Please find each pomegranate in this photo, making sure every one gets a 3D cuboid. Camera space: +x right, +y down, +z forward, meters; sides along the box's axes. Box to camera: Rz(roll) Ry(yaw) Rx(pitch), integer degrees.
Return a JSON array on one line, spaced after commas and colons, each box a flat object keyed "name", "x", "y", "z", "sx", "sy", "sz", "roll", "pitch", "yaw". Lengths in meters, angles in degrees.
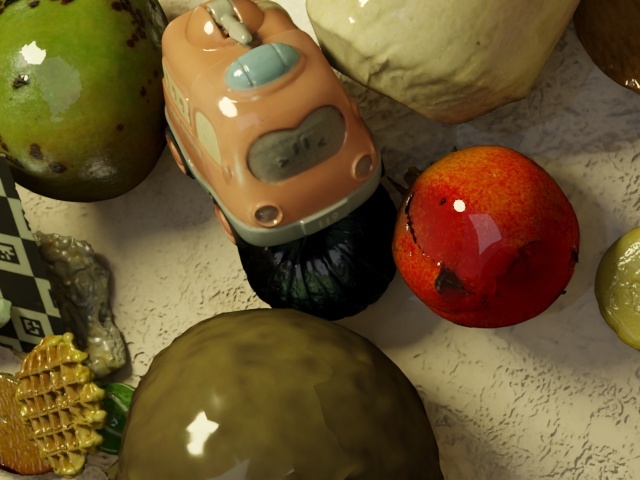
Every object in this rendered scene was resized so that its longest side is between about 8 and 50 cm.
[{"name": "pomegranate", "x": -0.323, "y": -0.202, "z": 1.835, "sx": 0.323, "sy": 0.291, "sz": 0.290, "roll": 18, "pitch": 97, "yaw": -1}, {"name": "pomegranate", "x": 0.178, "y": -0.012, "z": 1.719, "sx": 0.210, "sy": 0.210, "sz": 0.235, "roll": -50, "pitch": 50, "yaw": 13}]

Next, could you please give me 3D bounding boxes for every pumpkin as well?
[{"name": "pumpkin", "x": 0.000, "y": 0.000, "z": 1.809, "sx": 0.202, "sy": 0.140, "sz": 0.202, "roll": -6, "pitch": 71, "yaw": 17}]

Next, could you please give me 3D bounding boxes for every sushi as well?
[{"name": "sushi", "x": -0.476, "y": -0.021, "z": 1.923, "sx": 0.359, "sy": 0.064, "sz": 0.343, "roll": 11, "pitch": 135, "yaw": 23}]

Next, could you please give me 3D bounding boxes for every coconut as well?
[{"name": "coconut", "x": 0.140, "y": -0.301, "z": 1.681, "sx": 0.329, "sy": 0.329, "sz": 0.328, "roll": 0, "pitch": 91, "yaw": 19}]

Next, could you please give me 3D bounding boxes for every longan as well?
[{"name": "longan", "x": -0.054, "y": 0.266, "z": 1.702, "sx": 0.391, "sy": 0.391, "sz": 0.391, "roll": 0, "pitch": 91, "yaw": 19}]

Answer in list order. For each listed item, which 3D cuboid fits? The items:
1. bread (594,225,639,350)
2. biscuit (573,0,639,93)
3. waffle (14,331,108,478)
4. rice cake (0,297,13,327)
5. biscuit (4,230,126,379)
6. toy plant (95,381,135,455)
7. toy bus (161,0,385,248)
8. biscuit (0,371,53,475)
[{"name": "bread", "x": 0.366, "y": 0.050, "z": 1.716, "sx": 0.125, "sy": 0.086, "sz": 0.156, "roll": 7, "pitch": 90, "yaw": 25}, {"name": "biscuit", "x": 0.402, "y": -0.277, "z": 1.700, "sx": 0.262, "sy": 0.037, "sz": 0.262, "roll": -6, "pitch": 74, "yaw": 24}, {"name": "waffle", "x": -0.321, "y": 0.202, "z": 1.899, "sx": 0.191, "sy": 0.038, "sz": 0.191, "roll": 14, "pitch": 109, "yaw": 48}, {"name": "rice cake", "x": -0.443, "y": 0.119, "z": 1.965, "sx": 0.207, "sy": 0.033, "sz": 0.033, "roll": -36, "pitch": 33, "yaw": 49}, {"name": "biscuit", "x": -0.344, "y": 0.070, "z": 1.974, "sx": 0.265, "sy": 0.040, "sz": 0.188, "roll": 45, "pitch": 108, "yaw": 10}, {"name": "toy plant", "x": -0.231, "y": 0.235, "z": 1.915, "sx": 0.162, "sy": 0.093, "sz": 0.093, "roll": 32, "pitch": 100, "yaw": 19}, {"name": "toy bus", "x": -0.064, "y": -0.150, "z": 1.695, "sx": 0.194, "sy": 0.232, "sz": 0.287, "roll": -25, "pitch": 47, "yaw": -12}, {"name": "biscuit", "x": -0.392, "y": 0.238, "z": 2.002, "sx": 0.206, "sy": 0.025, "sz": 0.126, "roll": 21, "pitch": 96, "yaw": 18}]
